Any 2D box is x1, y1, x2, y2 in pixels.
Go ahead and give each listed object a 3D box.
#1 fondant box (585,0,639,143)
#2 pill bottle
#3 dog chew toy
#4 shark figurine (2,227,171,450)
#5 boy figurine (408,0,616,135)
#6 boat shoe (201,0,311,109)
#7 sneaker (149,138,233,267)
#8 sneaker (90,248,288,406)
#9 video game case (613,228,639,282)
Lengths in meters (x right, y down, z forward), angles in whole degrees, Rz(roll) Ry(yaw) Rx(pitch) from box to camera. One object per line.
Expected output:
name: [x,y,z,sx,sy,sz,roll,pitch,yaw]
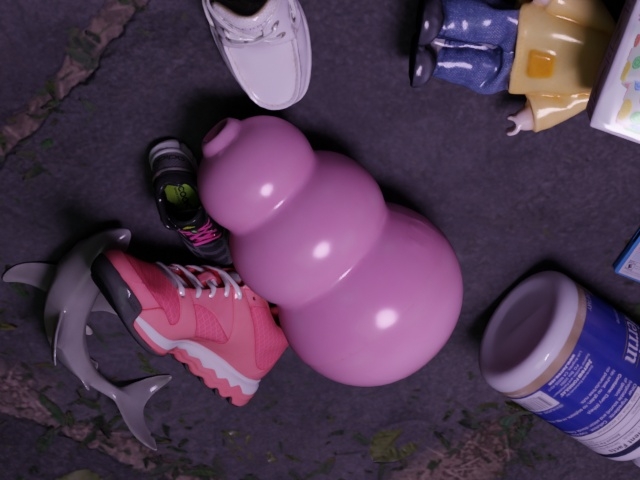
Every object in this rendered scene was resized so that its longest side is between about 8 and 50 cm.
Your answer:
fondant box: [0.418,-0.228,1.493,0.238,0.096,0.330,19,104,0]
pill bottle: [0.324,0.160,1.823,0.264,0.153,0.153,33,120,-22]
dog chew toy: [0.000,0.000,1.688,0.206,0.207,0.332,-35,110,23]
shark figurine: [-0.276,0.122,1.824,0.166,0.116,0.278,-5,124,6]
boy figurine: [0.233,-0.182,1.613,0.285,0.092,0.177,10,120,-4]
boat shoe: [-0.074,-0.234,1.570,0.098,0.096,0.277,-12,125,8]
sneaker: [-0.140,-0.026,1.736,0.063,0.075,0.170,-17,124,12]
sneaker: [-0.135,0.065,1.760,0.136,0.116,0.314,-44,142,4]
video game case: [0.423,-0.008,1.785,0.119,0.015,0.166,21,124,-14]
